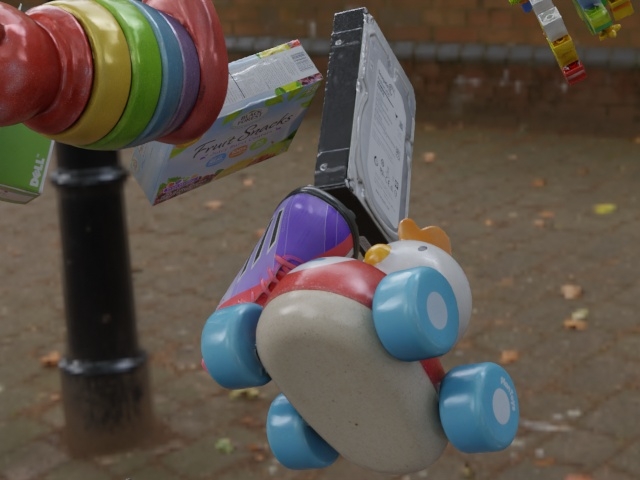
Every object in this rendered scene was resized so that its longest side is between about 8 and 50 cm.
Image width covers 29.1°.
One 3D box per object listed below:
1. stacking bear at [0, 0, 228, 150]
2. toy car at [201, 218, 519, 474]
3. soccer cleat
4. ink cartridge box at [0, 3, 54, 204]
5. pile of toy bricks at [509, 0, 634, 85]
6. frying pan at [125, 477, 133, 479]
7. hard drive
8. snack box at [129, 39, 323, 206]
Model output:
[{"bbox_3d":[-0.237,-0.166,1.180,0.175,0.164,0.289,-44,-20,31],"label":"stacking bear"},{"bbox_3d":[0.058,0.059,1.082,0.219,0.210,0.238,-14,34,35],"label":"toy car"},{"bbox_3d":[-0.050,0.057,1.386,0.108,0.318,0.116,39,54,3],"label":"soccer cleat"},{"bbox_3d":[-0.354,-0.152,1.466,0.097,0.189,0.255,15,-9,-21],"label":"ink cartridge box"},{"bbox_3d":[0.221,-0.218,1.054,0.118,0.105,0.212,-25,41,12],"label":"pile of toy bricks"},{"bbox_3d":[-0.221,0.468,1.580,0.053,0.326,0.197,-14,-12,1],"label":"frying pan"},{"bbox_3d":[0.077,-0.159,1.918,0.064,0.237,0.339,-9,55,22],"label":"hard drive"},{"bbox_3d":[-0.117,-0.142,1.501,0.207,0.070,0.174,-25,-17,-29],"label":"snack box"}]
